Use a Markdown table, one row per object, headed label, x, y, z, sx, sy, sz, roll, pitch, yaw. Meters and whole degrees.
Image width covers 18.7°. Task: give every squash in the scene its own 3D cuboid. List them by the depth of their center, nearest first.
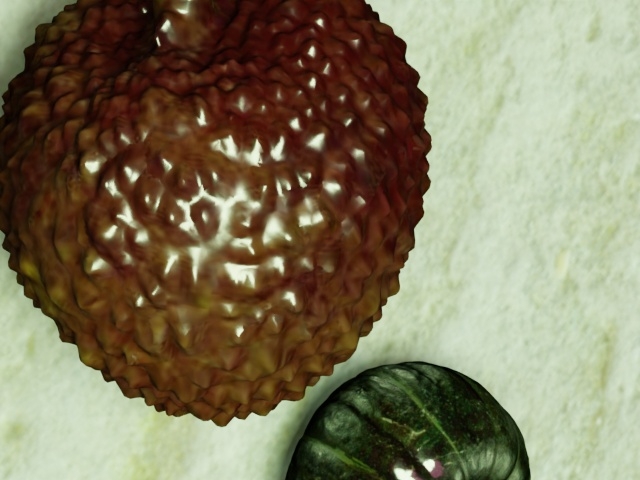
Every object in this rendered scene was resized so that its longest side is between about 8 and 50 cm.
| label | x | y | z | sx | sy | sz | roll | pitch | yaw |
| --- | --- | --- | --- | --- | --- | --- | --- | --- | --- |
| squash | 0.058 | 0.180 | 1.324 | 0.193 | 0.156 | 0.193 | -13 | 127 | -18 |

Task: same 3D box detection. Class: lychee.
| label | x | y | z | sx | sy | sz | roll | pitch | yaw |
| --- | --- | --- | --- | --- | --- | --- | --- | --- | --- |
| lychee | -0.067 | -0.037 | 1.167 | 0.275 | 0.275 | 0.304 | -25 | 125 | -21 |
